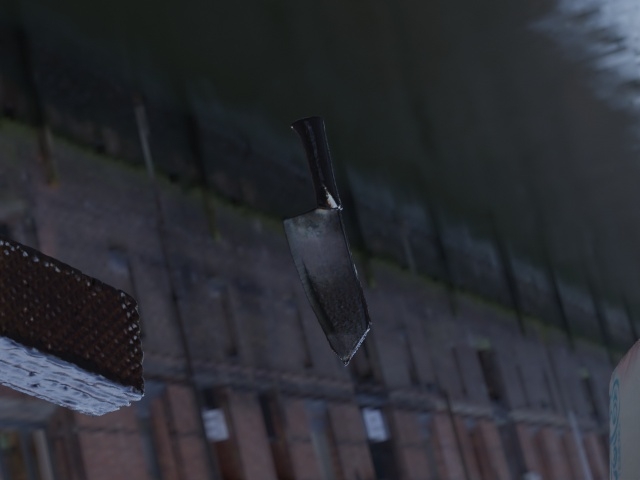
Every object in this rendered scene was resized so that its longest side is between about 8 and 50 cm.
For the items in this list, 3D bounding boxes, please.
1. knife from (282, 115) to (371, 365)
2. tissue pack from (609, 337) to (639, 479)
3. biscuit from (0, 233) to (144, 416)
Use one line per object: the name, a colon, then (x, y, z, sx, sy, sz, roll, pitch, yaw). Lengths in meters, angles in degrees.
knife: (0.000, 0.000, 1.366, 0.060, 0.231, 0.028, -17, 161, 8)
tissue pack: (0.230, 0.169, 0.817, 0.124, 0.271, 0.201, 9, 153, -8)
biscuit: (-0.258, 0.069, 1.355, 0.070, 0.106, 0.252, -26, 145, 27)
